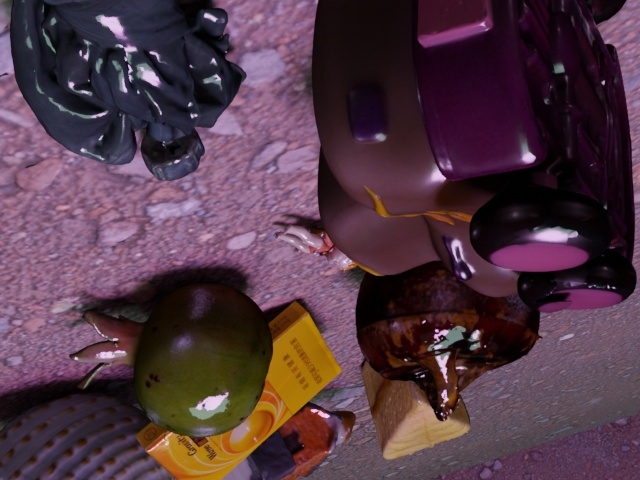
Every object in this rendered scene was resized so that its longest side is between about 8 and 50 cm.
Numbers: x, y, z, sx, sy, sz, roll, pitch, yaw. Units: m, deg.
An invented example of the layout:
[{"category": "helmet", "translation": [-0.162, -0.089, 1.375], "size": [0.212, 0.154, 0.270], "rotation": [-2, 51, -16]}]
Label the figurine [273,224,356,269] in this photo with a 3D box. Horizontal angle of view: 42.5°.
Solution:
[{"category": "figurine", "translation": [0.000, 0.000, 0.907], "size": [0.109, 0.047, 0.064], "rotation": [18, 146, -37]}]

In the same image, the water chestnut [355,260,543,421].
[{"category": "water chestnut", "translation": [0.149, 0.099, 0.991], "size": [0.224, 0.238, 0.223], "rotation": [-5, 159, -2]}]

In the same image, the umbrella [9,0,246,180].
[{"category": "umbrella", "translation": [-0.124, -0.125, 0.526], "size": [0.143, 0.094, 0.348], "rotation": [-11, 156, -3]}]

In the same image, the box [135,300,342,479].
[{"category": "box", "translation": [-0.100, 0.216, 1.107], "size": [0.269, 0.043, 0.152], "rotation": [-41, 136, -12]}]

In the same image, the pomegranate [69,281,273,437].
[{"category": "pomegranate", "translation": [-0.167, 0.130, 0.945], "size": [0.224, 0.181, 0.181], "rotation": [14, 147, -11]}]

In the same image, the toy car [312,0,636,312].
[{"category": "toy car", "translation": [0.092, -0.088, 0.590], "size": [0.241, 0.271, 0.341], "rotation": [-7, 158, 29]}]

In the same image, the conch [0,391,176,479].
[{"category": "conch", "translation": [-0.310, 0.325, 1.161], "size": [0.319, 0.215, 0.303], "rotation": [6, 148, 24]}]

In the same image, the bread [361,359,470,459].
[{"category": "bread", "translation": [0.113, 0.237, 1.321], "size": [0.163, 0.167, 0.264], "rotation": [-24, 150, 17]}]

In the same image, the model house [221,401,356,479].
[{"category": "model house", "translation": [-0.077, 0.328, 1.417], "size": [0.301, 0.190, 0.271], "rotation": [-17, 155, -36]}]
